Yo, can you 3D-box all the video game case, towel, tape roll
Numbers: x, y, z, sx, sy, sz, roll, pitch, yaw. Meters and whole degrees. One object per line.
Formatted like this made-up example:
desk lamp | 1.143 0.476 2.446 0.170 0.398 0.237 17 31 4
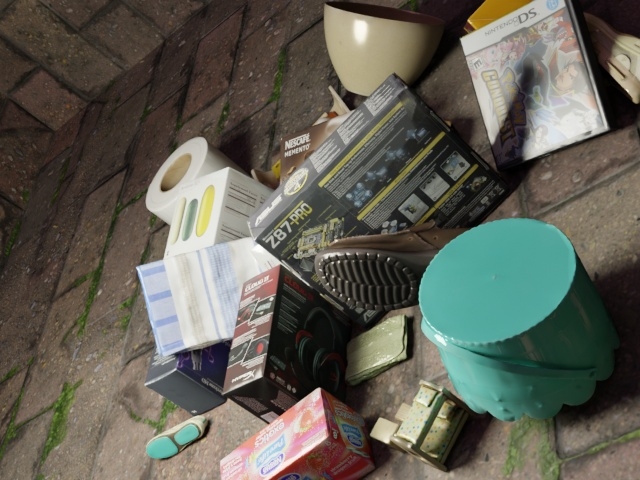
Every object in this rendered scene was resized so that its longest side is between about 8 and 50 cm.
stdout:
video game case | 0.395 -0.294 1.814 0.248 0.035 0.275 -20 82 44
towel | 0.104 0.204 1.845 0.148 0.027 0.110 -32 34 30
tape roll | -0.330 -0.135 2.656 0.246 0.169 0.246 -33 35 27
towel | -0.229 0.117 2.095 0.285 0.209 0.034 -14 1 -15

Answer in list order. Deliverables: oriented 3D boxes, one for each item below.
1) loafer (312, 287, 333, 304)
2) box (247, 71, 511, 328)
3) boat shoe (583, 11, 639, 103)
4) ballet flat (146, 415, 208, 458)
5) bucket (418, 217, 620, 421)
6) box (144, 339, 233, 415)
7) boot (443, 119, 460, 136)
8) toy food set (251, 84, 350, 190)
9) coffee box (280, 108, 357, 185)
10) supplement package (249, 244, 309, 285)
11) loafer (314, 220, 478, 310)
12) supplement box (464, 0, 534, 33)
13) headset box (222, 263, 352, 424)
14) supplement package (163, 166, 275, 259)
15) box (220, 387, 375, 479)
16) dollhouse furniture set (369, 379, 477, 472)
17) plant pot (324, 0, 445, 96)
loafer | 0.038 0.093 2.030 0.148 0.050 0.056 -36 33 24
box | 0.111 -0.063 1.838 0.395 0.318 0.097 -45 30 12
boat shoe | 0.513 -0.334 1.802 0.098 0.109 0.302 -47 36 5
ballet flat | -0.309 0.429 2.148 0.168 0.057 0.052 -28 9 28
bucket | 0.288 0.113 1.472 0.281 0.183 0.281 -20 39 17
box | -0.282 0.258 2.184 0.108 0.153 0.207 -29 38 32
boot | 0.202 -0.135 2.013 0.115 0.112 0.305 -6 50 37
toy food set | -0.044 -0.233 2.451 0.306 0.092 0.220 -45 31 10
coffee box | 0.046 -0.175 2.192 0.297 0.119 0.168 -13 72 47
supplement package | 0.000 0.000 2.050 0.244 0.134 0.139 -33 0 28
loafer | 0.173 0.039 1.764 0.366 0.134 0.130 0 35 14
supplement box | 0.404 -0.462 1.984 0.191 0.129 0.194 -46 1 9
headset box | -0.054 0.204 1.869 0.110 0.218 0.293 -28 37 33
supplement package | -0.221 0.004 2.282 0.199 0.198 0.263 -14 59 46
box | -0.044 0.395 1.738 0.257 0.128 0.123 -39 32 19
dollhouse furniture set | 0.167 0.260 1.625 0.161 0.101 0.182 9 65 56
plant pot | 0.137 -0.441 2.307 0.284 0.284 0.191 -136 50 -60
